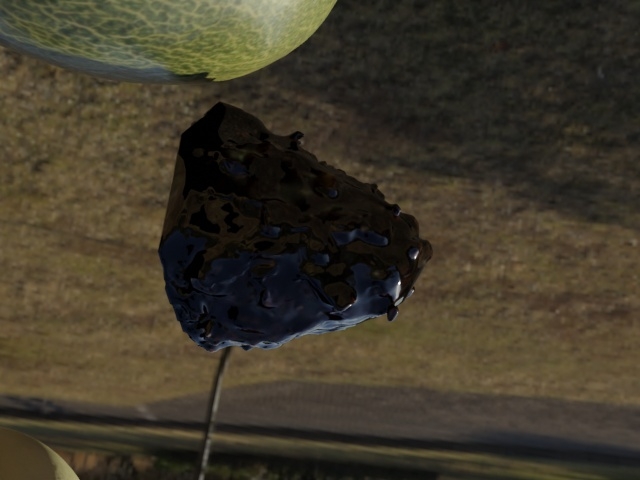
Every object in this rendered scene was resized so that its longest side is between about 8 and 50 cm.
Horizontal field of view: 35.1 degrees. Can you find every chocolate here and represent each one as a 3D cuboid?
[{"bbox_3d":[0.000,0.000,0.604,0.133,0.156,0.156,3,162,26],"label":"chocolate"}]

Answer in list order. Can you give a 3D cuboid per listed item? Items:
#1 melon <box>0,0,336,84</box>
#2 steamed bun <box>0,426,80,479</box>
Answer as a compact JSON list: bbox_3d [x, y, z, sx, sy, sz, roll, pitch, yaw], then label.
[{"bbox_3d":[-0.101,-0.202,0.518,0.238,0.237,0.302,-3,168,37],"label":"melon"},{"bbox_3d":[-0.386,0.338,1.043,0.324,0.324,0.206,6,134,12],"label":"steamed bun"}]
